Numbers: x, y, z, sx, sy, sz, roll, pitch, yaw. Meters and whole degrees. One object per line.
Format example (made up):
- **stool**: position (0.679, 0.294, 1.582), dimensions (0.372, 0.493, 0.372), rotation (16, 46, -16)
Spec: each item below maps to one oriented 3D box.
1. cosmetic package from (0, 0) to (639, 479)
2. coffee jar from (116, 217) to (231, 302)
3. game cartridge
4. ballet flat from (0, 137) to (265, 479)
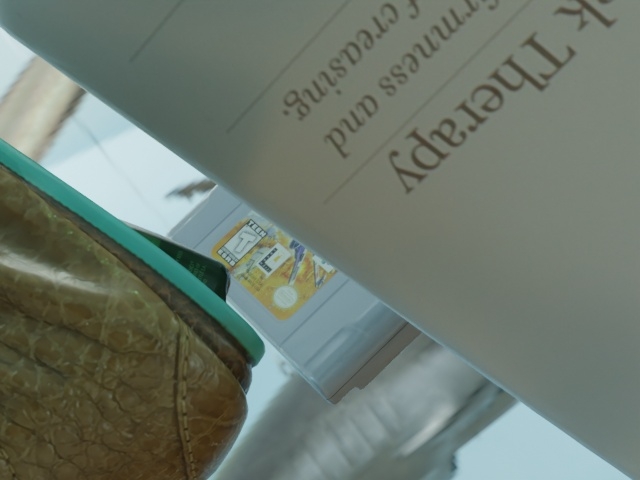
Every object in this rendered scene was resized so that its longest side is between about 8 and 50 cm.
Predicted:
- **cosmetic package**: position (0.133, -0.163, 0.674), dimensions (0.329, 0.394, 0.327), rotation (-44, 20, 29)
- **coffee jar**: position (-0.132, 0.014, 0.544), dimensions (0.096, 0.184, 0.079), rotation (-53, 14, 48)
- **game cartridge**: position (0.000, 0.000, 1.349), dimensions (0.198, 0.297, 0.062), rotation (-47, -48, -3)
- **ballet flat**: position (-0.173, -0.030, 0.418), dimensions (0.124, 0.342, 0.116), rotation (-48, 7, -14)
